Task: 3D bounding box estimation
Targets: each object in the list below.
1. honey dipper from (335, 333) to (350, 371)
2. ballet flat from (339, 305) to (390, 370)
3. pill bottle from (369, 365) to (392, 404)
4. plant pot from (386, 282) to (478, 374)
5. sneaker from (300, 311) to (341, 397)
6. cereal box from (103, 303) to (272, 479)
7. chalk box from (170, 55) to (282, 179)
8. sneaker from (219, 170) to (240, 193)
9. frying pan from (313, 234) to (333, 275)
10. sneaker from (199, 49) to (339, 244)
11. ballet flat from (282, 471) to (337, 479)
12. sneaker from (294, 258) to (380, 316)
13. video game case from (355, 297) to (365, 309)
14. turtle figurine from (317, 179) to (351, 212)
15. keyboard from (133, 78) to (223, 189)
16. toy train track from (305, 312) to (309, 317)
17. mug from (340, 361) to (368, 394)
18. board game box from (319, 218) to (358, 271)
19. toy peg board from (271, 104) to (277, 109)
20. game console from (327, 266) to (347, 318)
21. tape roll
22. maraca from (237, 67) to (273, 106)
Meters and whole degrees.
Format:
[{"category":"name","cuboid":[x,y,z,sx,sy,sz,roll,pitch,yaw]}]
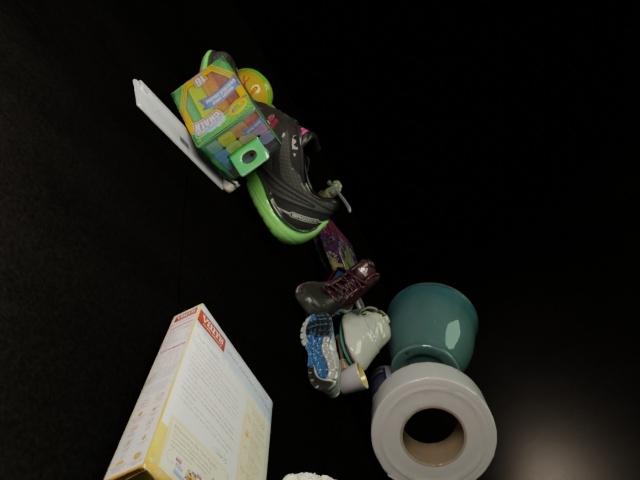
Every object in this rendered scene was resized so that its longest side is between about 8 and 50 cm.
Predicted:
[{"category":"honey dipper","cuboid":[0.053,0.284,1.245,0.030,0.030,0.160,60,6,-20]},{"category":"ballet flat","cuboid":[0.127,0.239,1.348,0.139,0.139,0.400,64,4,1]},{"category":"pill bottle","cuboid":[0.188,0.431,1.374,0.094,0.094,0.169,61,10,-15]},{"category":"plant pot","cuboid":[0.306,0.299,1.400,0.271,0.272,0.255,61,26,-16]},{"category":"sneaker","cuboid":[0.006,0.237,1.023,0.083,0.071,0.190,63,15,-44]},{"category":"cereal box","cuboid":[-0.113,0.196,0.502,0.173,0.047,0.240,61,9,-21]},{"category":"chalk box","cuboid":[-0.173,-0.220,0.962,0.213,0.132,0.132,58,4,29]},{"category":"sneaker","cuboid":[-0.189,-0.137,1.031,0.032,0.037,0.083,43,21,-61]},{"category":"frying pan","cuboid":[0.009,0.024,1.635,0.326,0.053,0.197,48,19,-54]},{"category":"sneaker","cuboid":[-0.115,-0.229,1.155,0.483,0.202,0.185,60,8,-5]},{"category":"ballet flat","cuboid":[0.062,0.371,0.601,0.409,0.147,0.147,63,7,-46]},{"category":"sneaker","cuboid":[0.054,0.102,1.204,0.106,0.162,0.281,51,17,15]},{"category":"video game case","cuboid":[0.151,0.243,1.929,0.166,0.015,0.119,66,10,18]},{"category":"turtle figurine","cuboid":[-0.049,-0.153,1.340,0.275,0.198,0.266,-23,91,-84]},{"category":"keyboard","cuboid":[-0.251,-0.184,0.904,0.256,0.014,0.072,50,22,-55]},{"category":"toy train track","cuboid":[-0.027,0.177,1.141,0.048,0.014,0.083,50,9,-28]},{"category":"mug","cuboid":[0.069,0.318,1.115,0.078,0.064,0.062,54,13,-49]},{"category":"board game box","cuboid":[0.077,0.056,1.673,0.208,0.056,0.347,65,9,22]},{"category":"toy peg board","cuboid":[-0.158,-0.328,1.403,0.160,0.079,0.161,46,-6,-8]},{"category":"game console","cuboid":[0.053,0.153,1.414,0.124,0.085,0.144,66,10,14]},{"category":"tape roll","cuboid":[0.259,0.439,1.167,0.286,0.286,0.100,63,9,-5]},{"category":"maraca","cuboid":[-0.198,-0.377,1.273,0.099,0.186,0.127,-27,124,-49]}]
